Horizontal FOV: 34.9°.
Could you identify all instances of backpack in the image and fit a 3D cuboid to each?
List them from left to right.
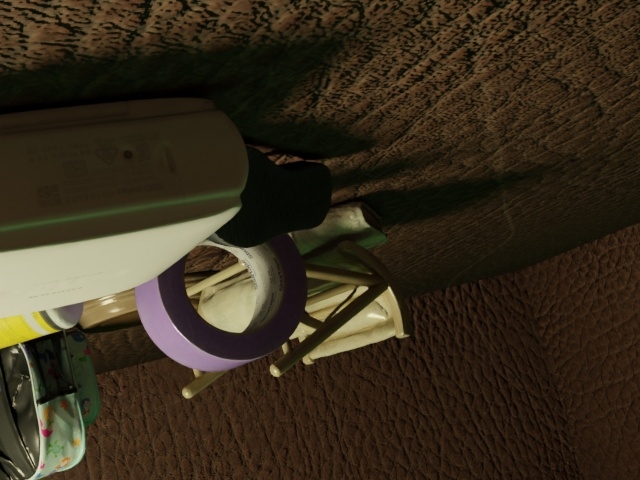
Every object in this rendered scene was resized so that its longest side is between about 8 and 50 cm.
[{"bbox_3d":[-0.485,0.271,1.691,0.225,0.253,0.191,-18,170,39],"label":"backpack"}]

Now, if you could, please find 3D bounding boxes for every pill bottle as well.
[{"bbox_3d":[-0.367,0.071,1.132,0.184,0.103,0.103,-17,172,8],"label":"pill bottle"}]

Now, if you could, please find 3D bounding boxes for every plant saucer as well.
[{"bbox_3d":[-0.299,0.111,1.748,0.278,0.041,0.278,-15,171,-3],"label":"plant saucer"}]

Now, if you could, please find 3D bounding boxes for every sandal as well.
[{"bbox_3d":[-0.067,-0.042,1.008,0.055,0.097,0.254,10,-177,25],"label":"sandal"}]

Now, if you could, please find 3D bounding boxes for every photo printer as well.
[{"bbox_3d":[-0.228,-0.010,0.834,0.256,0.107,0.307,-11,170,-29],"label":"photo printer"}]

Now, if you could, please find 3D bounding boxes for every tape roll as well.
[{"bbox_3d":[-0.115,0.055,1.192,0.189,0.188,0.080,-11,171,-31],"label":"tape roll"}]

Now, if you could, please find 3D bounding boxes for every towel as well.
[{"bbox_3d":[0.000,0.000,1.529,0.187,0.049,0.282,-18,171,10],"label":"towel"}]

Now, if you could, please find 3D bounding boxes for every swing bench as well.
[{"bbox_3d":[-0.053,0.107,1.465,0.255,0.165,0.253,-11,172,-39],"label":"swing bench"}]
